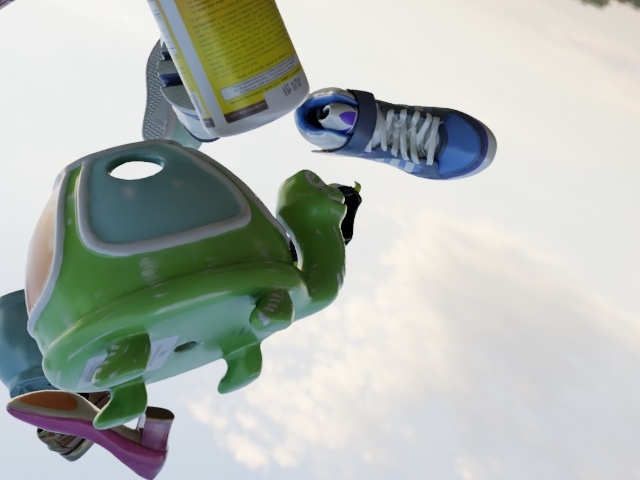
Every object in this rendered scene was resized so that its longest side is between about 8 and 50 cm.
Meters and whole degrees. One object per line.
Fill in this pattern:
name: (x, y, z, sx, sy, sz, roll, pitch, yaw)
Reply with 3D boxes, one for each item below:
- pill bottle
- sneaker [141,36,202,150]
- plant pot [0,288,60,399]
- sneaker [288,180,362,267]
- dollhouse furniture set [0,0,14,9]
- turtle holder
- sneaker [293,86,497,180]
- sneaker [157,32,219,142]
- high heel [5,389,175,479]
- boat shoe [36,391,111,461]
pill bottle: (-0.100, -0.219, 1.098, 0.117, 0.117, 0.215, -79, -33, -69)
sneaker: (-0.275, -0.291, 2.205, 0.094, 0.255, 0.151, 7, 171, 27)
plant pot: (-0.611, 0.258, 2.501, 0.293, 0.293, 0.196, 11, -127, -33)
sneaker: (0.000, 0.000, 1.873, 0.084, 0.234, 0.097, 29, 168, -30)
dollhouse furniture set: (-0.495, -0.434, 1.349, 0.374, 0.201, 0.152, 51, 159, -5)
turtle holder: (-0.126, 0.016, 1.063, 0.243, 0.320, 0.227, 61, -175, -72)
sneaker: (0.109, -0.181, 1.883, 0.323, 0.130, 0.236, 17, -171, 33)
sneaker: (-0.157, -0.259, 1.459, 0.128, 0.182, 0.315, 0, -115, -3)
high heel: (-0.336, 0.286, 1.602, 0.244, 0.117, 0.082, 9, -161, -26)
boat shoe: (-0.452, 0.305, 2.273, 0.111, 0.307, 0.104, 15, 155, 51)
